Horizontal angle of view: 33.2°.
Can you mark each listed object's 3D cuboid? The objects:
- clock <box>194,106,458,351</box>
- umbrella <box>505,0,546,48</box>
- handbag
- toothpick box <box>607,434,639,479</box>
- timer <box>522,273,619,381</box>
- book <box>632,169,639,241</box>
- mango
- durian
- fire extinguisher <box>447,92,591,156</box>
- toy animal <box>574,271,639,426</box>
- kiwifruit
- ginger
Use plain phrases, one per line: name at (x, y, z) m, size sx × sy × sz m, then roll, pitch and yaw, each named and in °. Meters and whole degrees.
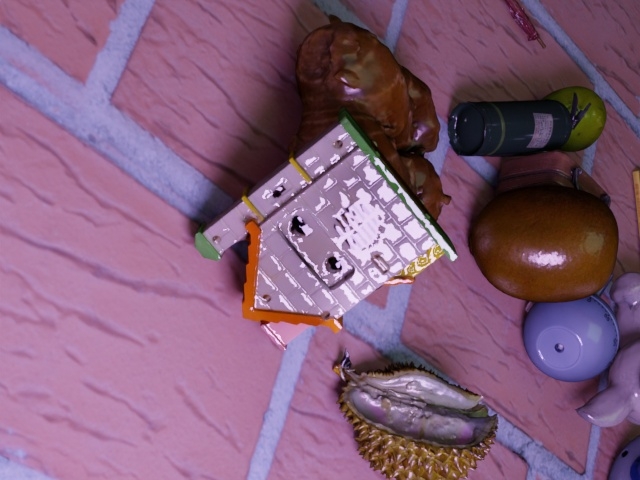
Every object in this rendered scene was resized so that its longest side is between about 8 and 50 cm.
clock at (0.000, 0.000, 1.332) m, size 0.219 × 0.255 × 0.106 m, roll 51°, pitch 9°, yaw -11°
umbrella at (0.363, -0.411, 1.957) m, size 0.165 × 0.025 × 0.027 m, roll 48°, pitch 70°, yaw -25°
handbag at (0.405, -0.071, 1.834) m, size 0.193 × 0.151 × 0.072 m, roll 40°, pitch 53°, yaw -35°
toothpick box at (0.672, 0.482, 1.917) m, size 0.355 × 0.263 × 0.263 m, roll 39°, pitch 55°, yaw -33°
timer at (0.423, 0.135, 1.834) m, size 0.175 × 0.175 × 0.255 m, roll 59°, pitch 19°, yaw -19°
book at (0.745, 0.049, 2.257) m, size 0.263 × 0.028 × 0.373 m, roll 6°, pitch 77°, yaw -44°
mango at (0.454, -0.219, 1.958) m, size 0.178 × 0.100 × 0.119 m, roll -14°, pitch 96°, yaw -36°
durian at (0.111, 0.257, 1.476) m, size 0.237 × 0.137 × 0.193 m, roll 32°, pitch 37°, yaw 13°
fire extinguisher at (0.347, -0.192, 1.814) m, size 0.294 × 0.093 × 0.118 m, roll -7°, pitch 121°, yaw -37°
toy animal at (0.583, 0.213, 1.907) m, size 0.241 × 0.196 × 0.367 m, roll 49°, pitch 36°, yaw -7°
kiwifruit at (0.353, 0.005, 1.714) m, size 0.196 × 0.234 × 0.195 m, roll 3°, pitch 90°, yaw -80°
ginger at (0.066, -0.115, 1.497) m, size 0.274 × 0.153 × 0.357 m, roll 22°, pitch 65°, yaw -55°
